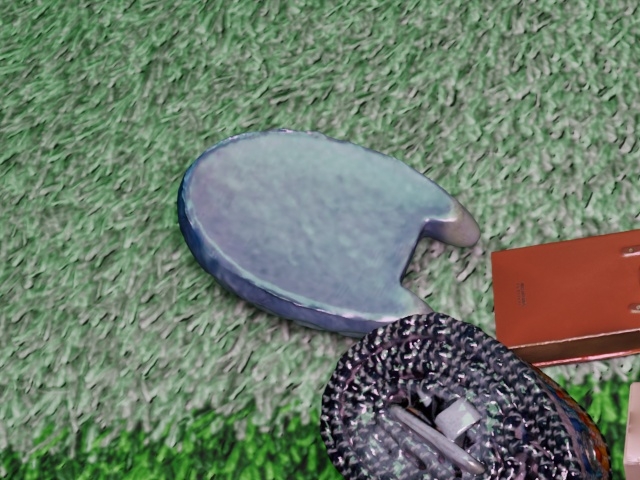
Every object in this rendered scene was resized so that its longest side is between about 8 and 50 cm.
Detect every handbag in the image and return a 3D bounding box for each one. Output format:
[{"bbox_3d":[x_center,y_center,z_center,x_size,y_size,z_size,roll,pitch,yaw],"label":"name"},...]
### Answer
[{"bbox_3d":[0.274,0.059,1.830,0.190,0.063,0.127,-8,52,12],"label":"handbag"}]

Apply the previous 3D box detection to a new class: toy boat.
[{"bbox_3d":[0.000,0.000,1.933,0.330,0.123,0.215,17,67,12],"label":"toy boat"}]

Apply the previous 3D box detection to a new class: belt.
[{"bbox_3d":[0.151,0.202,1.687,0.295,0.160,0.207,29,84,32],"label":"belt"}]

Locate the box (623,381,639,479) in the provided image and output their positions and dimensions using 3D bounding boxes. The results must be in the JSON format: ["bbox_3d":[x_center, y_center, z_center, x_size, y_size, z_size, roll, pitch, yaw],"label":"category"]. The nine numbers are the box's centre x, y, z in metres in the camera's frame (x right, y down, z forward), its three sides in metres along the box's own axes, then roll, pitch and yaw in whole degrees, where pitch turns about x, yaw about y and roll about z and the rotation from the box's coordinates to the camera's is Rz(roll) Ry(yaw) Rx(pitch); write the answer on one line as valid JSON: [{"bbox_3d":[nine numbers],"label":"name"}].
[{"bbox_3d":[0.386,0.215,1.611,0.212,0.168,0.095,0,50,15],"label":"box"}]
